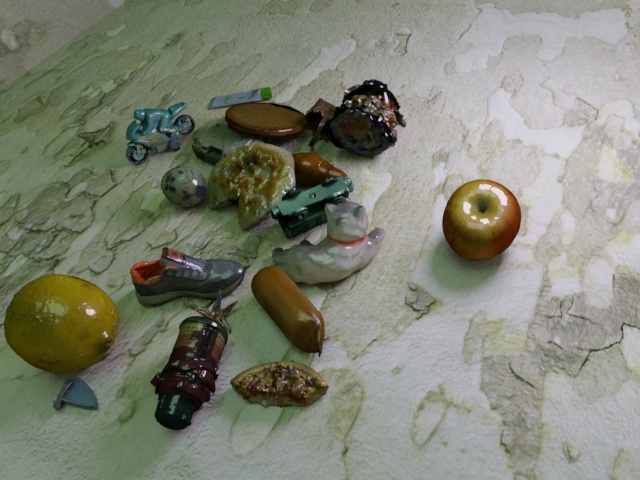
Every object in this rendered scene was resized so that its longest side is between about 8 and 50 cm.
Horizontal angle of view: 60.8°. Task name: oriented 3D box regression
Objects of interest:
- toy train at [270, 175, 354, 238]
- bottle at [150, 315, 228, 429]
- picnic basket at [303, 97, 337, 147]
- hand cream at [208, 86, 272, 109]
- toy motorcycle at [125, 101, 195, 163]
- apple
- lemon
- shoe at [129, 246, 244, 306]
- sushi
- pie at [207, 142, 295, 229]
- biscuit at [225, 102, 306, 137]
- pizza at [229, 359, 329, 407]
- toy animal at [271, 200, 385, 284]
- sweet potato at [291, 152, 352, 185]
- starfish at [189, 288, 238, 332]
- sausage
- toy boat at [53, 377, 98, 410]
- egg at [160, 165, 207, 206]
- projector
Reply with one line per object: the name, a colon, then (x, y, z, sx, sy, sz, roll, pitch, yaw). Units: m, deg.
toy train: (-0.022, -0.107, 1.670, 0.269, 0.154, 0.115, -25, 68, -11)
bottle: (-0.332, 0.326, 1.350, 0.156, 0.143, 0.271, 1, 49, 15)
picnic basket: (0.001, -0.415, 1.980, 0.138, 0.128, 0.178, 29, 60, 0)
hand cream: (-0.340, -0.601, 2.305, 0.275, 0.050, 0.079, -6, 19, 14)
toy motorcycle: (-0.633, -0.431, 2.101, 0.296, 0.198, 0.109, -31, 43, -18)
apple: (0.442, -0.050, 1.510, 0.210, 0.173, 0.235, 31, 69, 29)
lemon: (-0.680, 0.223, 1.452, 0.310, 0.258, 0.258, 14, 51, 13)
shoe: (-0.395, 0.080, 1.576, 0.336, 0.171, 0.132, -10, 45, 5)
sushi: (0.162, -0.425, 1.886, 0.225, 0.238, 0.218, 8, 66, 29)
pie: (-0.230, -0.196, 1.813, 0.338, 0.075, 0.337, -10, 64, 21)
biscuit: (-0.202, -0.458, 2.065, 0.318, 0.040, 0.318, 5, 31, -3)
pizza: (-0.101, 0.345, 1.335, 0.246, 0.058, 0.127, 6, 49, 21)
toy animal: (0.000, 0.000, 1.563, 0.308, 0.188, 0.266, 12, 60, 19)
sweet potato: (-0.046, -0.242, 1.846, 0.359, 0.112, 0.112, 9, 50, 23)
starfish: (-0.299, 0.200, 1.526, 0.130, 0.041, 0.133, 6, 50, 1)
sausage: (-0.072, 0.191, 1.443, 0.112, 0.112, 0.328, -32, 49, -16)
toy boat: (-0.621, 0.409, 1.423, 0.122, 0.034, 0.096, 10, 50, 10)
egg: (-0.471, -0.187, 1.868, 0.182, 0.141, 0.141, 17, 52, 39)
projector: (-0.330, -0.356, 2.032, 0.269, 0.088, 0.193, 25, 60, 31)
